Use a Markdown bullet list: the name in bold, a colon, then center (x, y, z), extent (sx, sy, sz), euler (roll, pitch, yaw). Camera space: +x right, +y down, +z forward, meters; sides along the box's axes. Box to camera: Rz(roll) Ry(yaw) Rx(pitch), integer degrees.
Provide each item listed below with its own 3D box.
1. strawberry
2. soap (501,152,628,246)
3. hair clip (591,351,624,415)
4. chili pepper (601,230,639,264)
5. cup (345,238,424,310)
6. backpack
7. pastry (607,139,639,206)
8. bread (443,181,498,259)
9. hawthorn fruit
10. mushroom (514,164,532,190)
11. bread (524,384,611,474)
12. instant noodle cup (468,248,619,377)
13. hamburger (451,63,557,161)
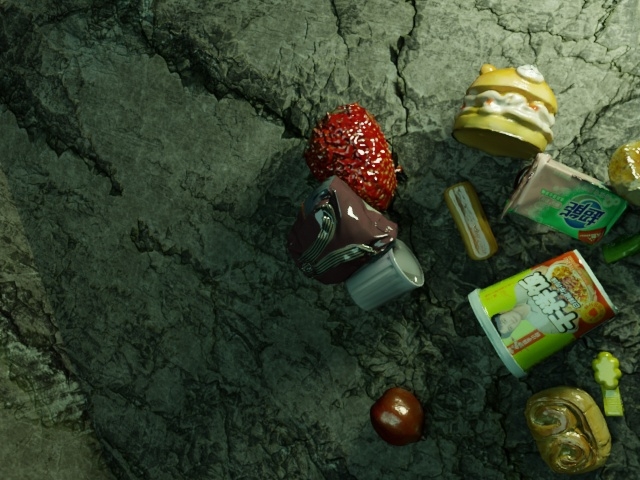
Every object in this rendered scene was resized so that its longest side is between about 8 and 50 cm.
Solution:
- **strawberry**: center (0.118, -0.259, 1.899), extent (0.343, 0.292, 0.292), euler (43, 111, -6)
- **soap**: center (0.651, -0.105, 1.622), extent (0.274, 0.098, 0.217), euler (23, 119, -9)
- **hair clip**: center (0.787, 0.392, 1.658), extent (0.072, 0.046, 0.173), euler (-8, 86, 23)
- **chili pepper**: center (0.861, -0.017, 1.582), extent (0.253, 0.099, 0.083), euler (-34, 85, 24)
- **cup**: center (0.198, 0.098, 1.915), extent (0.202, 0.221, 0.167), euler (-35, 116, 27)
- **backpack**: center (0.035, -0.004, 1.808), extent (0.283, 0.197, 0.317), euler (41, 123, -7)
- **pastry**: center (0.831, -0.164, 1.550), extent (0.093, 0.182, 0.192), euler (112, 155, -55)
- **bread**: center (0.448, -0.055, 1.808), extent (0.093, 0.074, 0.239), euler (-21, 82, 10)
- **hawthorn fruit**: center (0.250, 0.553, 1.877), extent (0.188, 0.169, 0.169), euler (30, 104, 25)
- **mushroom**: center (0.609, -0.157, 1.715), extent (0.127, 0.087, 0.127), euler (0, 91, 23)
- **bread**: center (0.683, 0.518, 1.672), extent (0.198, 0.120, 0.236), euler (-26, 80, 27)
- **instant noodle cup**: center (0.607, 0.184, 1.642), extent (0.308, 0.294, 0.293), euler (-32, 77, 16)
- **hamburger**: center (0.521, -0.362, 1.671), extent (0.277, 0.276, 0.236), euler (18, 87, 26)
